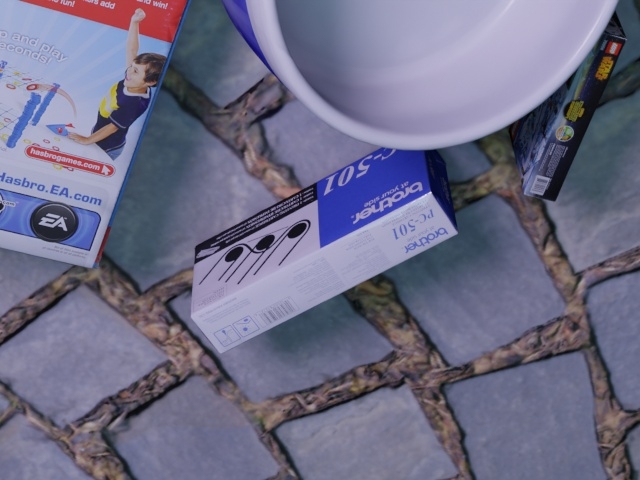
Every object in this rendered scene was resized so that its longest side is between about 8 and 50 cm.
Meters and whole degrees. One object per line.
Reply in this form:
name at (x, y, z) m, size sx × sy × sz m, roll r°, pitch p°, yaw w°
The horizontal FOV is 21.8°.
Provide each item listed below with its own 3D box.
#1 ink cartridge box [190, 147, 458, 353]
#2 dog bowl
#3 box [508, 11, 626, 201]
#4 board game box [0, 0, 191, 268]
ink cartridge box at (0.000, 0.000, 1.257) m, size 0.207 × 0.097 × 0.046 m, roll -27°, pitch 120°, yaw 16°
dog bowl at (0.065, -0.198, 1.073) m, size 0.265 × 0.104 × 0.265 m, roll -12°, pitch 121°, yaw -20°
box at (0.175, -0.109, 1.193) m, size 0.027 × 0.094 × 0.137 m, roll 13°, pitch 122°, yaw -11°
board game box at (-0.256, -0.156, 1.121) m, size 0.308 × 0.086 × 0.302 m, roll 14°, pitch 118°, yaw -18°
